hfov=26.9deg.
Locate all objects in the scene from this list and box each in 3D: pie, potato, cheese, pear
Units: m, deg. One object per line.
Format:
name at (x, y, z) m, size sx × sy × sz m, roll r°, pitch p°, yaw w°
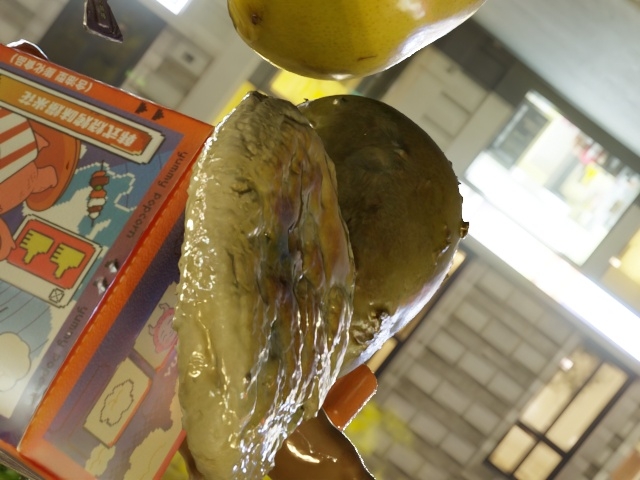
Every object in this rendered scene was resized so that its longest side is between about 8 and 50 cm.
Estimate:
pie at (-0.041, 0.041, 1.070) m, size 0.075 × 0.337 × 0.337 m, roll 3°, pitch 177°, yaw 16°
potato at (0.015, 0.010, 1.467) m, size 0.270 × 0.359 × 0.219 m, roll 17°, pitch 143°, yaw 5°
cheese at (-0.355, -0.404, 2.093) m, size 0.105 × 0.042 × 0.190 m, roll 9°, pitch -115°, yaw -61°
pear at (0.051, -0.317, 1.590) m, size 0.336 × 0.284 × 0.285 m, roll 13°, pitch -170°, yaw -6°

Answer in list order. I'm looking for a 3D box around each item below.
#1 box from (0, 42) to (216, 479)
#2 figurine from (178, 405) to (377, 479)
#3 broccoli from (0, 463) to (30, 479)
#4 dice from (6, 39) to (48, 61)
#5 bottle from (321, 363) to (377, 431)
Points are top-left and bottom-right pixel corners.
box at (-0.271, 0.025, 1.213) m, size 0.349 × 0.318 × 0.257 m, roll 23°, pitch 163°, yaw 25°
figurine at (-0.079, 0.232, 1.530) m, size 0.177 × 0.173 × 0.247 m, roll 0°, pitch 122°, yaw 59°
broccoli at (-0.415, 0.359, 1.839) m, size 0.275 × 0.177 × 0.198 m, roll 38°, pitch 163°, yaw 50°
dice at (-0.498, -0.207, 2.090) m, size 0.175 × 0.174 × 0.179 m, roll -3°, pitch 113°, yaw 62°
bottle at (0.006, 0.233, 1.793) m, size 0.069 × 0.069 × 0.187 m, roll 38°, pitch -140°, yaw 8°
